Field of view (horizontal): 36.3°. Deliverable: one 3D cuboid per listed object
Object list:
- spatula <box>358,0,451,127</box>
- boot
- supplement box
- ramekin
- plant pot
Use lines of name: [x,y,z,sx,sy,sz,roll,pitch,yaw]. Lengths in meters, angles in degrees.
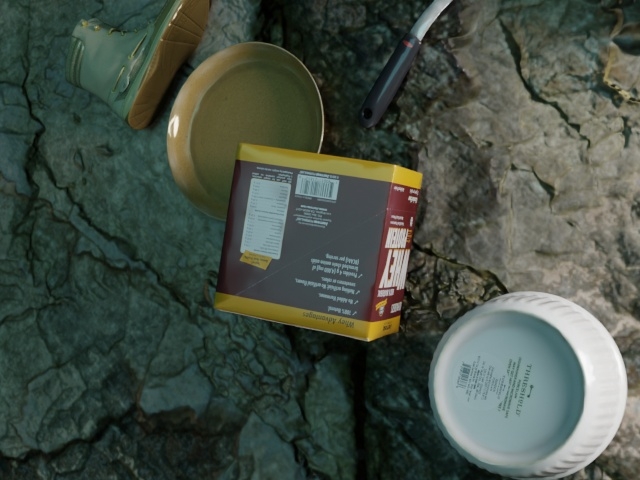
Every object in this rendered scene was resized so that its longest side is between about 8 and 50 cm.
spatula: [0.129,-0.263,1.174,0.084,0.030,0.296,40,102,26]
boot: [-0.258,-0.281,1.347,0.165,0.077,0.213,34,100,28]
supplement box: [0.000,0.000,1.133,0.191,0.129,0.194,10,93,19]
ramekin: [0.214,0.156,1.041,0.207,0.109,0.207,-3,83,26]
plant pot: [-0.096,-0.139,1.272,0.236,0.032,0.236,-3,82,26]
